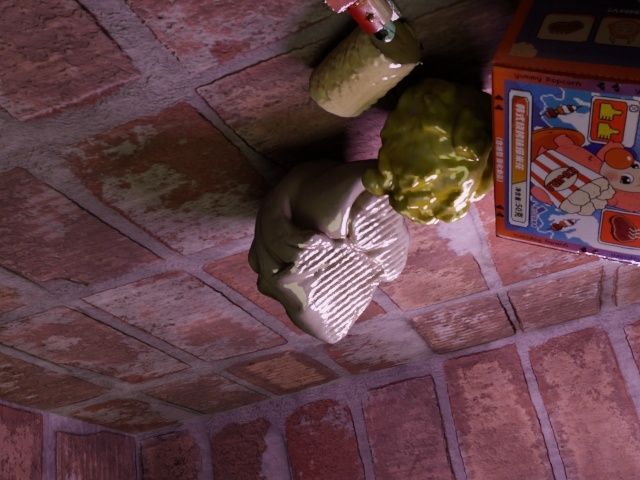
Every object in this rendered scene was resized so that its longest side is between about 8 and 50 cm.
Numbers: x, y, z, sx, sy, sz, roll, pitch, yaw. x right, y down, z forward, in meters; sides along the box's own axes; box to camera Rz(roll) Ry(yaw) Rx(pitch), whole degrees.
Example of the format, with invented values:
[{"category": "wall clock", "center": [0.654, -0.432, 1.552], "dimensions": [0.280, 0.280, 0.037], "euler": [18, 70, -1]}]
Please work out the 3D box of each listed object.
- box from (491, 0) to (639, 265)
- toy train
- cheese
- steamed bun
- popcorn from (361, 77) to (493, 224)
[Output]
[{"category": "box", "center": [0.441, -0.178, 1.101], "dimensions": [0.318, 0.257, 0.349], "euler": [13, 144, 23]}, {"category": "toy train", "center": [0.055, -0.341, 1.014], "dimensions": [0.074, 0.118, 0.176], "euler": [-19, 150, 24]}, {"category": "cheese", "center": [0.069, -0.276, 1.179], "dimensions": [0.123, 0.094, 0.167], "euler": [-2, 158, -37]}, {"category": "steamed bun", "center": [0.000, 0.000, 1.492], "dimensions": [0.342, 0.255, 0.368], "euler": [-37, 134, -22]}, {"category": "popcorn", "center": [0.208, -0.156, 1.303], "dimensions": [0.241, 0.235, 0.250], "euler": [14, 124, -35]}]
